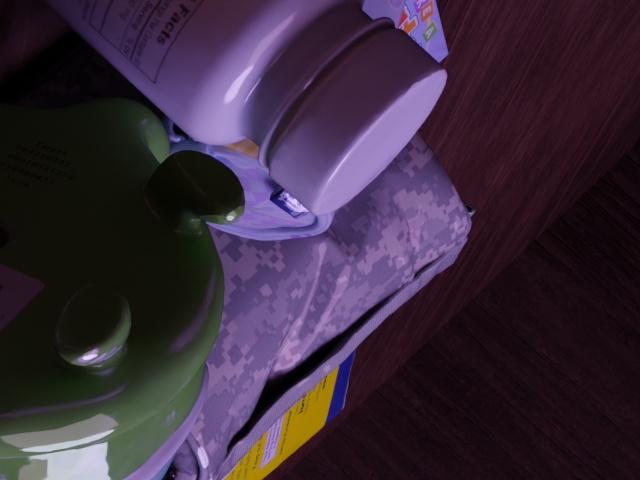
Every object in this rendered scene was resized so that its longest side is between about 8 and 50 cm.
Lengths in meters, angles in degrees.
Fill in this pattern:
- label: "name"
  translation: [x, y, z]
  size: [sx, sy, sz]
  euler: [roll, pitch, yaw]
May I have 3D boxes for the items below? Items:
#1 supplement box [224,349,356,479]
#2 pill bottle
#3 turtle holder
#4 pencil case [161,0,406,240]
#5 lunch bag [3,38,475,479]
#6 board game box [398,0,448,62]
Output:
- label: "supplement box"
  translation: [-0.149, 0.110, 1.436]
  size: [0.356, 0.194, 0.195]
  euler: [-37, 150, -40]
- label: "pill bottle"
  translation: [-0.050, -0.125, 1.002]
  size: [0.131, 0.229, 0.131]
  euler: [-45, 169, -11]
- label: "turtle holder"
  translation: [-0.177, 0.043, 0.954]
  size: [0.320, 0.243, 0.227]
  euler: [-102, -159, -54]
- label: "pencil case"
  translation: [-0.016, -0.135, 1.147]
  size: [0.113, 0.124, 0.273]
  euler: [-7, -125, 45]
- label: "lunch bag"
  translation: [-0.077, -0.003, 1.253]
  size: [0.305, 0.256, 0.212]
  euler: [-41, 167, -27]
- label: "board game box"
  translation: [0.009, -0.140, 1.531]
  size: [0.211, 0.039, 0.160]
  euler: [-45, 147, -16]
